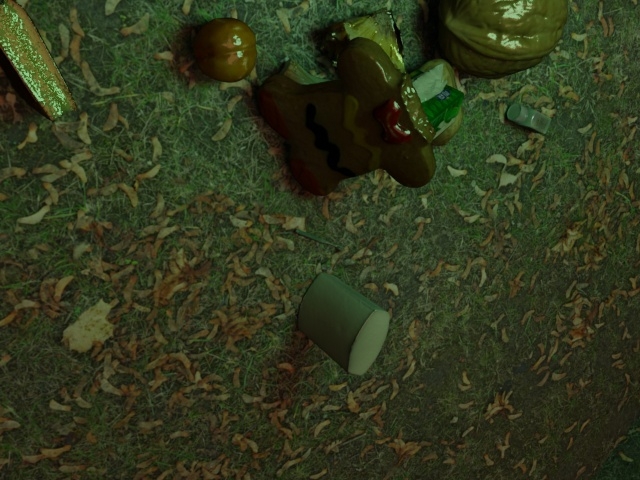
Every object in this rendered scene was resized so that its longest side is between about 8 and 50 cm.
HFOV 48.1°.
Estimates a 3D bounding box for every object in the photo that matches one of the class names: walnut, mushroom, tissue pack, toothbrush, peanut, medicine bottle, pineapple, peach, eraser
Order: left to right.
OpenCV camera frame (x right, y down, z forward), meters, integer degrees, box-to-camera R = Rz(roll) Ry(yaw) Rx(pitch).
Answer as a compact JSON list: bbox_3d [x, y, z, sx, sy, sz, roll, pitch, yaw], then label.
[{"bbox_3d":[-0.206,-0.406,1.538,0.138,0.138,0.138,-11,113,-27],"label":"peach"},{"bbox_3d":[0.000,0.000,1.877,0.167,0.014,0.011,22,105,-34],"label":"toothbrush"},{"bbox_3d":[0.051,0.207,1.829,0.095,0.270,0.174,20,97,-36],"label":"eraser"},{"bbox_3d":[0.053,-0.341,1.740,0.351,0.095,0.122,12,76,-33],"label":"mushroom"},{"bbox_3d":[0.113,-0.468,1.709,0.236,0.114,0.186,24,83,-33],"label":"pineapple"},{"bbox_3d":[0.217,-0.312,1.668,0.209,0.148,0.156,-39,155,-33],"label":"tissue pack"},{"bbox_3d":[0.299,-0.349,1.850,0.122,0.137,0.253,-34,124,-18],"label":"peanut"},{"bbox_3d":[0.441,-0.550,1.774,0.333,0.333,0.332,-11,113,-27],"label":"walnut"},{"bbox_3d":[0.594,-0.350,2.058,0.118,0.074,0.055,17,99,-34],"label":"medicine bottle"}]

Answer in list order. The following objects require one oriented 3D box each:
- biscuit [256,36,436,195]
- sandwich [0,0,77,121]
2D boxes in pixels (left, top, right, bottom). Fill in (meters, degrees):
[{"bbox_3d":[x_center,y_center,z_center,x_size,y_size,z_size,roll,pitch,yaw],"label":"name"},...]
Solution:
[{"bbox_3d":[0.050,-0.254,1.599,0.076,0.394,0.368,-57,132,-38],"label":"biscuit"},{"bbox_3d":[-0.565,-0.346,1.379,0.090,0.088,0.244,-38,119,-24],"label":"sandwich"}]
